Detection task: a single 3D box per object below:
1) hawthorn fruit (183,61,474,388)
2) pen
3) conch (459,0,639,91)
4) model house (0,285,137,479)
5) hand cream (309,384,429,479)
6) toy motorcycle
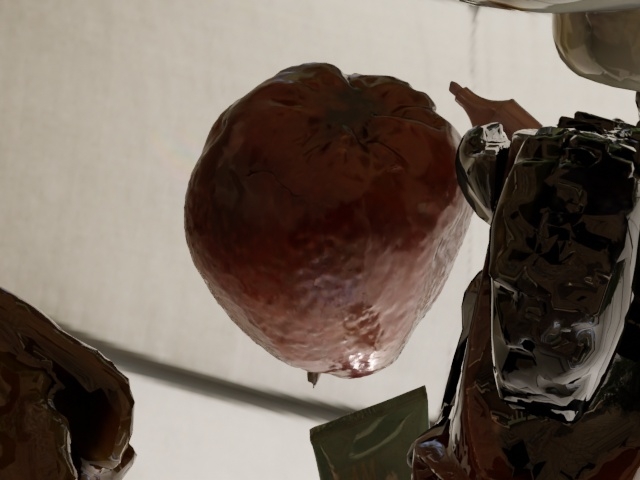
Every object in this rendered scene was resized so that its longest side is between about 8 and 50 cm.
[{"bbox_3d":[0.003,-0.013,0.867,0.173,0.179,0.173,-3,-115,6],"label":"hawthorn fruit"},{"bbox_3d":[0.179,-0.069,1.262,0.197,0.053,0.032,42,-149,16],"label":"pen"},{"bbox_3d":[0.067,-0.123,0.334,0.127,0.255,0.158,-34,-157,-9],"label":"conch"},{"bbox_3d":[-0.178,0.110,0.467,0.220,0.199,0.229,14,-150,-21],"label":"model house"},{"bbox_3d":[0.058,0.262,1.143,0.070,0.111,0.312,36,-145,-50],"label":"hand cream"},{"bbox_3d":[0.118,0.039,0.591,0.134,0.207,0.401,12,-165,16],"label":"toy motorcycle"}]
